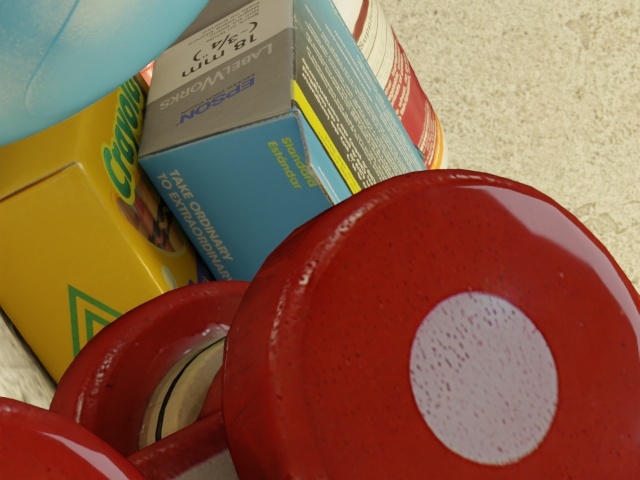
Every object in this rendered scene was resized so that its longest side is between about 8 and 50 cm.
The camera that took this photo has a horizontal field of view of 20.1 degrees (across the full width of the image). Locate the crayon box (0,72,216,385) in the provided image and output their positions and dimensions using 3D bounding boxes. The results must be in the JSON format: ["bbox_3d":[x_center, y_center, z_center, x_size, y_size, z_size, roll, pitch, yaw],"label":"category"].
[{"bbox_3d":[-0.105,0.014,1.007,0.323,0.083,0.203,58,12,-26],"label":"crayon box"}]

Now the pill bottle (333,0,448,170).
[{"bbox_3d":[-0.038,-0.162,1.682,0.392,0.224,0.224,56,8,-51],"label":"pill bottle"}]

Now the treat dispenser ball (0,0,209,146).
[{"bbox_3d":[-0.148,-0.166,0.566,0.288,0.288,0.288,61,6,-12],"label":"treat dispenser ball"}]

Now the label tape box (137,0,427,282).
[{"bbox_3d":[0.000,0.000,1.029,0.240,0.106,0.334,59,13,-24],"label":"label tape box"}]

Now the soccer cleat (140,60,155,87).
[{"bbox_3d":[-0.149,-0.146,1.240,0.318,0.116,0.108,60,7,-17],"label":"soccer cleat"}]

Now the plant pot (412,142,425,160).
[{"bbox_3d":[0.028,0.040,1.397,0.212,0.236,0.236,56,7,5],"label":"plant pot"}]

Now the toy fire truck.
[{"bbox_3d":[-0.013,0.139,0.420,0.169,0.302,0.254,-25,-91,61],"label":"toy fire truck"}]
